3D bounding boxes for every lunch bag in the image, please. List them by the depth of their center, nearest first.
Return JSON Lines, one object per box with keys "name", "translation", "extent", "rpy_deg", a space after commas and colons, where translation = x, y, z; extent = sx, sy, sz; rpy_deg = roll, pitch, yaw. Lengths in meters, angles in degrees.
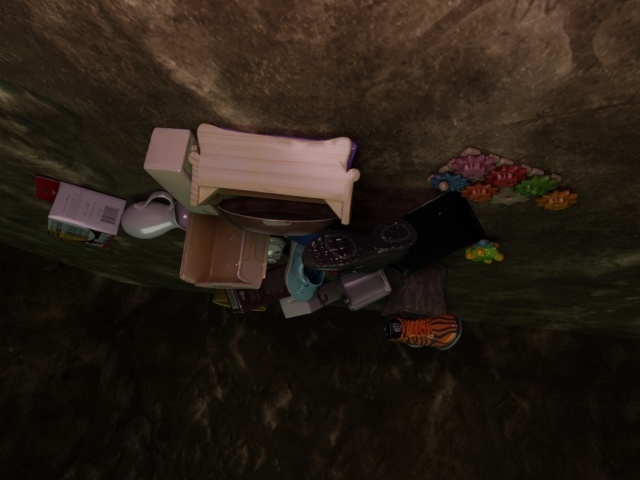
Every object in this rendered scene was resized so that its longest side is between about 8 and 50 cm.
{"name": "lunch bag", "translation": [0.393, 0.202, 1.685], "extent": [0.287, 0.235, 0.169], "rpy_deg": [18, 156, -29]}

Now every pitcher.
{"name": "pitcher", "translation": [-0.547, -0.088, 1.383], "extent": [0.207, 0.126, 0.178], "rpy_deg": [-6, 140, 11]}

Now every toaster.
{"name": "toaster", "translation": [0.139, 0.137, 1.363], "extent": [0.146, 0.129, 0.227], "rpy_deg": [-25, 180, 5]}

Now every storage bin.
{"name": "storage bin", "translation": [-0.300, 0.016, 1.345], "extent": [0.262, 0.261, 0.123], "rpy_deg": [-4, 164, 34]}

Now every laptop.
{"name": "laptop", "translation": [0.219, -0.057, 1.275], "extent": [0.408, 0.236, 0.382], "rpy_deg": [32, 180, 36]}

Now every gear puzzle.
{"name": "gear puzzle", "translation": [0.417, -0.108, 0.944], "extent": [0.338, 0.044, 0.175], "rpy_deg": [13, 160, -16]}

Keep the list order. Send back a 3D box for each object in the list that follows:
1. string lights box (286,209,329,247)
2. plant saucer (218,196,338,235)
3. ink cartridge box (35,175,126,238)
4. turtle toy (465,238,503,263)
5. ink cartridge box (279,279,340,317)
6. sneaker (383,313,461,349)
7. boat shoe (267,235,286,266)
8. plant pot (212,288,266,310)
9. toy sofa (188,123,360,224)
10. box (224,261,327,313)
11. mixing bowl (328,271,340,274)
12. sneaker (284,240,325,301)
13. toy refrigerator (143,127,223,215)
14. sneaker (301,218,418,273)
{"name": "string lights box", "translation": [0.000, 0.000, 1.285], "extent": [0.259, 0.077, 0.133], "rpy_deg": [27, 180, -3]}
{"name": "plant saucer", "translation": [-0.102, -0.064, 1.079], "extent": [0.310, 0.050, 0.310], "rpy_deg": [5, -164, -1]}
{"name": "ink cartridge box", "translation": [-0.856, -0.087, 1.478], "extent": [0.271, 0.130, 0.309], "rpy_deg": [18, 161, -29]}
{"name": "turtle toy", "translation": [0.513, 0.033, 1.354], "extent": [0.095, 0.066, 0.130], "rpy_deg": [13, 164, -17]}
{"name": "ink cartridge box", "translation": [-0.044, 0.253, 1.840], "extent": [0.160, 0.093, 0.219], "rpy_deg": [-20, 178, 39]}
{"name": "sneaker", "translation": [0.343, 0.328, 1.527], "extent": [0.180, 0.125, 0.321], "rpy_deg": [13, 154, -24]}
{"name": "boat shoe", "translation": [-0.192, 0.052, 1.696], "extent": [0.098, 0.096, 0.277], "rpy_deg": [8, 164, -2]}
{"name": "plant pot", "translation": [-0.363, 0.195, 2.010], "extent": [0.253, 0.239, 0.254], "rpy_deg": [7, 165, 2]}
{"name": "toy sofa", "translation": [-0.093, -0.147, 0.941], "extent": [0.362, 0.177, 0.150], "rpy_deg": [6, -172, 5]}
{"name": "box", "translation": [-0.189, 0.177, 1.758], "extent": [0.381, 0.143, 0.191], "rpy_deg": [-19, 178, -24]}
{"name": "mixing bowl", "translation": [0.091, 0.067, 1.611], "extent": [0.181, 0.098, 0.181], "rpy_deg": [6, 164, 2]}
{"name": "sneaker", "translation": [-0.052, 0.134, 1.540], "extent": [0.135, 0.150, 0.366], "rpy_deg": [-12, 137, -13]}
{"name": "toy refrigerator", "translation": [-0.314, -0.157, 1.035], "extent": [0.094, 0.102, 0.269], "rpy_deg": [6, 163, 7]}
{"name": "sneaker", "translation": [0.096, 0.038, 1.046], "extent": [0.286, 0.109, 0.130], "rpy_deg": [-8, 144, -7]}
